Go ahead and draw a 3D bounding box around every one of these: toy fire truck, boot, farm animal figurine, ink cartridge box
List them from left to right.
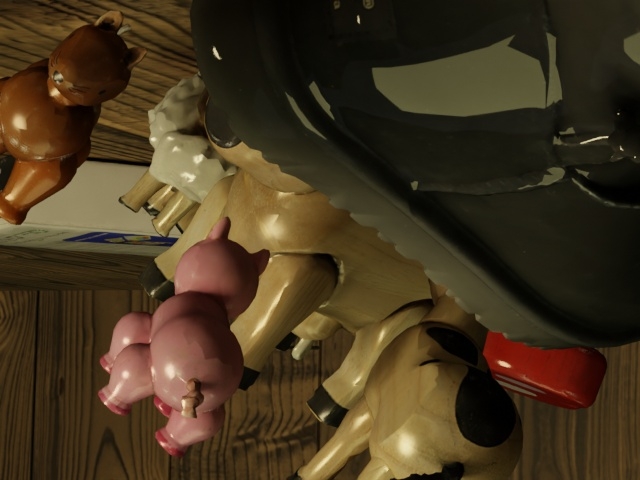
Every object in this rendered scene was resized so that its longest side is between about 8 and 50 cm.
[{"bbox_3d":[-0.113,-0.019,1.622,0.371,0.069,0.176,7,172,-29],"label":"ink cartridge box"},{"bbox_3d":[0.000,0.000,0.949,0.330,0.172,0.327,45,-169,19],"label":"farm animal figurine"},{"bbox_3d":[0.093,-0.003,1.349,0.254,0.169,0.302,19,175,6],"label":"toy fire truck"},{"bbox_3d":[0.236,-0.054,0.686,0.445,0.146,0.367,-6,166,34],"label":"boot"}]
